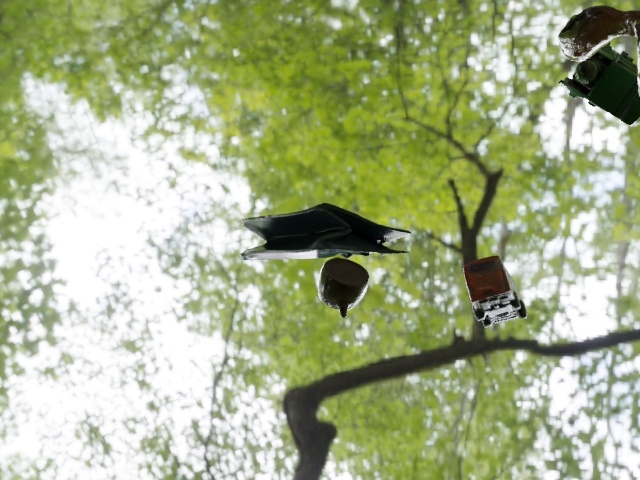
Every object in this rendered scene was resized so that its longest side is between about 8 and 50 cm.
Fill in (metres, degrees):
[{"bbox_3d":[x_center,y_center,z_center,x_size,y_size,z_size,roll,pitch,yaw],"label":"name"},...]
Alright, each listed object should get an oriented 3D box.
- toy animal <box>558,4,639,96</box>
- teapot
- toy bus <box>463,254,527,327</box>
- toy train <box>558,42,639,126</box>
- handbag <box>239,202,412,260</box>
[{"bbox_3d":[0.212,-0.020,0.202,0.312,0.157,0.097,27,-127,11],"label":"toy animal"},{"bbox_3d":[0.030,0.071,1.394,0.076,0.068,0.121,8,-148,-16],"label":"teapot"},{"bbox_3d":[0.244,0.073,1.247,0.065,0.192,0.077,-16,-106,14],"label":"toy bus"},{"bbox_3d":[0.343,-0.172,1.014,0.104,0.071,0.178,40,-157,24],"label":"toy train"},{"bbox_3d":[0.000,0.000,1.154,0.144,0.057,0.221,9,171,-31],"label":"handbag"}]
